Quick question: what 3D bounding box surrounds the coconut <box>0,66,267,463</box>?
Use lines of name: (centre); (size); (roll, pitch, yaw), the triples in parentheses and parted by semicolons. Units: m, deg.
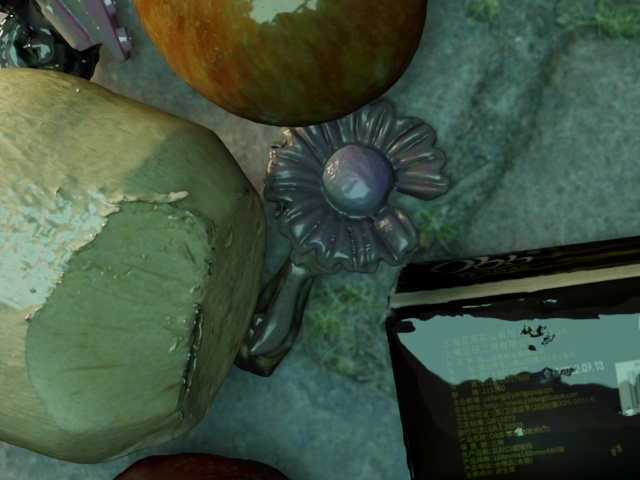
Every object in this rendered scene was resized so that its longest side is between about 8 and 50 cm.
coconut: (-0.249, 0.019, 1.783); (0.360, 0.346, 0.346); (16, 95, 13)

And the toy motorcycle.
toy motorcycle: (-0.270, -0.305, 1.870); (0.188, 0.143, 0.327); (-22, 96, 9)

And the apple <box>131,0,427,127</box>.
apple: (-0.034, -0.253, 1.795); (0.277, 0.250, 0.309); (-7, 70, 24)

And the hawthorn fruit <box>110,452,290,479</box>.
hawthorn fruit: (-0.135, 0.296, 1.854); (0.253, 0.205, 0.205); (3, 93, 18)

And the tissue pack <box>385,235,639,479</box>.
tissue pack: (0.256, 0.108, 1.769); (0.370, 0.198, 0.210); (-6, 96, 8)

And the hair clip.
hair clip: (-0.002, 0.002, 1.876); (0.173, 0.069, 0.300); (29, 97, 7)
